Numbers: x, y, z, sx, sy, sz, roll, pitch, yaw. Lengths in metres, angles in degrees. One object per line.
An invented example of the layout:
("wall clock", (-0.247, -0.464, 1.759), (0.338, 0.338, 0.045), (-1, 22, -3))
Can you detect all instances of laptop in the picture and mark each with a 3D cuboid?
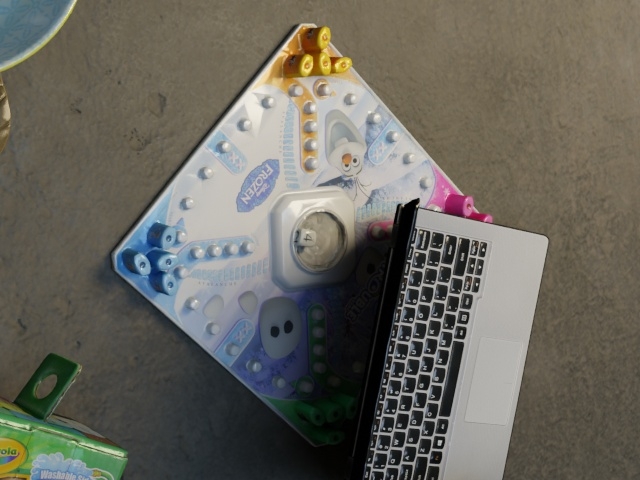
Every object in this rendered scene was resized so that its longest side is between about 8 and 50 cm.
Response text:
("laptop", (0.167, 0.160, 1.432), (0.408, 0.236, 0.381), (11, 91, -33))

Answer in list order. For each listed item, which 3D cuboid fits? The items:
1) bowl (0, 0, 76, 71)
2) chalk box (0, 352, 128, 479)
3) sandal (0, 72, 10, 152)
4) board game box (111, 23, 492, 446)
("bowl", (-0.384, -0.290, 1.140), (0.290, 0.156, 0.289), (-2, 93, -30))
("chalk box", (-0.330, 0.251, 1.224), (0.179, 0.180, 0.289), (23, 82, -32))
("sandal", (-0.365, -0.157, 1.238), (0.072, 0.049, 0.180), (-4, 82, -30))
("board game box", (0.000, 0.000, 1.477), (0.390, 0.050, 0.390), (45, 72, -27))
